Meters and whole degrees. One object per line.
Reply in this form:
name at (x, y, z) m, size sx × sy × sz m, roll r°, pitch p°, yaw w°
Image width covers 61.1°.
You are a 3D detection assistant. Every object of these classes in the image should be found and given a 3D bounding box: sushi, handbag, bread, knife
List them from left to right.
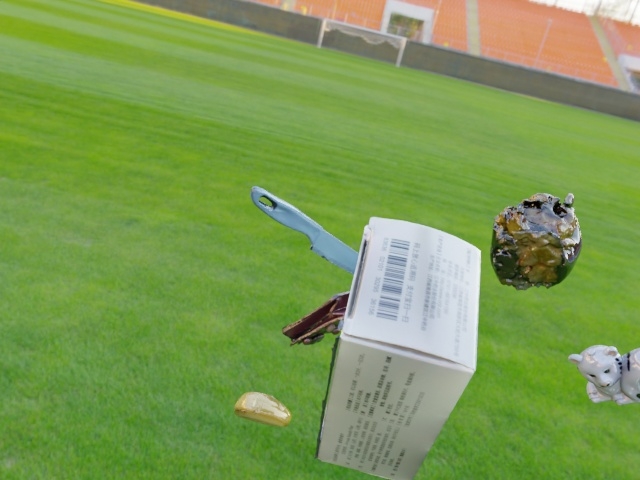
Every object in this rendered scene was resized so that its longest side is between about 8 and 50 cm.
bread at (-0.115, 0.339, 1.096) m, size 0.115 × 0.056 × 0.082 m, roll 20°, pitch -25°, yaw -12°
knife at (0.000, 0.000, 0.880) m, size 0.313 × 0.044 × 0.019 m, roll 33°, pitch -4°, yaw -38°
handbag at (0.032, 0.200, 1.398) m, size 0.203 × 0.216 × 0.074 m, roll -3°, pitch 61°, yaw -58°
sushi at (0.526, -0.007, 1.313) m, size 0.213 × 0.200 × 0.204 m, roll 7°, pitch 45°, yaw 17°

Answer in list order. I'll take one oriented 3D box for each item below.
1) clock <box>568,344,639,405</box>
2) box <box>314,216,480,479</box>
clock at (0.547, 0.226, 0.961) m, size 0.176 × 0.117 × 0.080 m, roll -19°, pitch 31°, yaw 36°
box at (0.089, 0.152, 0.689) m, size 0.145 × 0.333 × 0.173 m, roll 12°, pitch 47°, yaw 6°
